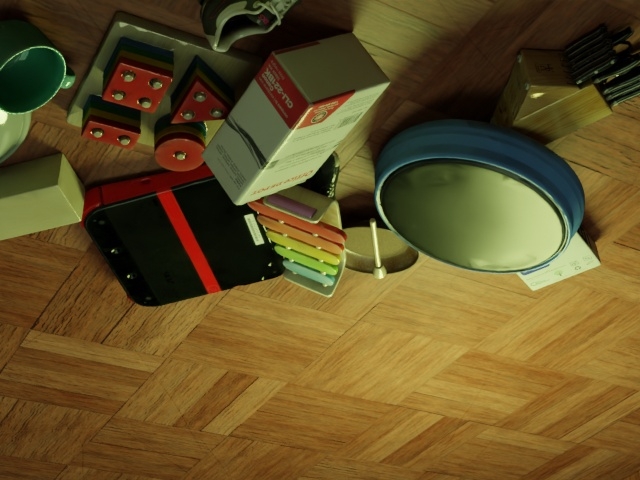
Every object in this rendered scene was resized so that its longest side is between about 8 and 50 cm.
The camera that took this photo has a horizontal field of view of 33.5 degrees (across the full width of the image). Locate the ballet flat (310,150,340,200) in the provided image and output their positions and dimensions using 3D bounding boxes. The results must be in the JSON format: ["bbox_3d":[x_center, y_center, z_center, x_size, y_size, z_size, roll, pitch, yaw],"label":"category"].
[{"bbox_3d":[0.011,-0.116,2.008,0.049,0.057,0.173,-36,158,-28],"label":"ballet flat"}]

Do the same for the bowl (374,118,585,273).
[{"bbox_3d":[0.284,-0.067,1.956,0.391,0.077,0.391,15,150,9],"label":"bowl"}]

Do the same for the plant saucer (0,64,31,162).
[{"bbox_3d":[-0.681,-0.199,1.737,0.400,0.101,0.401,-4,144,-3],"label":"plant saucer"}]

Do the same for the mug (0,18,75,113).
[{"bbox_3d":[-0.470,-0.269,1.652,0.129,0.097,0.158,-41,156,-7],"label":"mug"}]

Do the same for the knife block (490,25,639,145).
[{"bbox_3d":[0.445,-0.247,1.833,0.242,0.088,0.276,2,144,-10],"label":"knife block"}]

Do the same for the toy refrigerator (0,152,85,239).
[{"bbox_3d":[-0.576,-0.071,1.942,0.269,0.094,0.102,-13,137,10],"label":"toy refrigerator"}]

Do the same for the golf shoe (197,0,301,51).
[{"bbox_3d":[-0.056,-0.368,1.570,0.272,0.120,0.105,-25,139,24],"label":"golf shoe"}]

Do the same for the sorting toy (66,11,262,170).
[{"bbox_3d":[-0.261,-0.225,1.766,0.255,0.089,0.257,14,140,-26],"label":"sorting toy"}]

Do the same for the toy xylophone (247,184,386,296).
[{"bbox_3d":[0.000,0.000,2.047,0.236,0.081,0.323,18,153,25],"label":"toy xylophone"}]

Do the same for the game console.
[{"bbox_3d":[-0.268,-0.008,2.114,0.341,0.060,0.387,-15,145,3],"label":"game console"}]

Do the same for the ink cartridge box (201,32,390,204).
[{"bbox_3d":[-0.045,-0.197,1.743,0.197,0.114,0.273,-23,162,-44],"label":"ink cartridge box"}]

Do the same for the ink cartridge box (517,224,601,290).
[{"bbox_3d":[0.440,-0.015,2.184,0.165,0.065,0.332,-23,143,23],"label":"ink cartridge box"}]

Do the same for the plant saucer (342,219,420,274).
[{"bbox_3d":[0.105,0.009,2.169,0.198,0.036,0.199,6,152,3],"label":"plant saucer"}]
